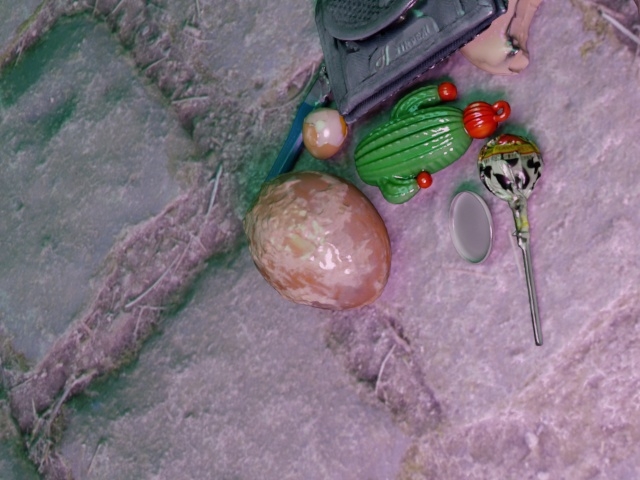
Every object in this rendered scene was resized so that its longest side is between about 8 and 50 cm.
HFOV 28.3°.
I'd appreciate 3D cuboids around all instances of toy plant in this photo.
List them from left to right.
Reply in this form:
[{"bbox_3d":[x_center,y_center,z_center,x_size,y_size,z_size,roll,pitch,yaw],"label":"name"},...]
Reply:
[{"bbox_3d":[0.157,-0.159,1.883,0.240,0.088,0.154,-42,50,13],"label":"toy plant"}]

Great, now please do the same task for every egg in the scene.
[{"bbox_3d":[0.000,0.000,1.897,0.245,0.203,0.203,39,105,18],"label":"egg"},{"bbox_3d":[0.006,-0.168,1.986,0.071,0.071,0.083,10,99,32],"label":"egg"}]

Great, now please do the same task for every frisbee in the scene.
[{"bbox_3d":[0.220,-0.020,1.836,0.110,0.014,0.110,31,127,55],"label":"frisbee"}]

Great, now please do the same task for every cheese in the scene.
[{"bbox_3d":[0.227,-0.356,1.870,0.249,0.071,0.163,39,105,30],"label":"cheese"}]

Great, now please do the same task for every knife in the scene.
[{"bbox_3d":[-0.052,-0.144,2.047,0.044,0.026,0.296,38,107,32],"label":"knife"}]

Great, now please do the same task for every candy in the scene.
[{"bbox_3d":[0.282,-0.001,1.801,0.091,0.083,0.305,-8,88,29],"label":"candy"}]

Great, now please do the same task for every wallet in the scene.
[{"bbox_3d":[0.117,-0.353,1.886,0.342,0.075,0.237,-31,59,42],"label":"wallet"}]

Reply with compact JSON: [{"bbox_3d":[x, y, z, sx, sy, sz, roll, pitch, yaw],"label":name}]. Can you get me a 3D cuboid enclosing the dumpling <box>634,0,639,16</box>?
[{"bbox_3d":[0.428,-0.435,1.678,0.163,0.205,0.292,11,99,44],"label":"dumpling"}]
